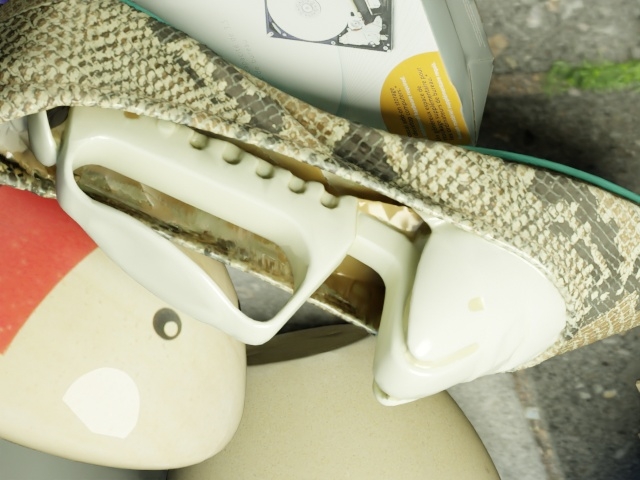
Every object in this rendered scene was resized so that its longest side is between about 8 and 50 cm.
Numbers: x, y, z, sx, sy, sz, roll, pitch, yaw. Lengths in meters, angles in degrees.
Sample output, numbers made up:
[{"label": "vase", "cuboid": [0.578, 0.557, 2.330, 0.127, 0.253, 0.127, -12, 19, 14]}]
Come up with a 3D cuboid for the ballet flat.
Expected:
[{"label": "ballet flat", "cuboid": [0.000, 0.000, 1.149, 0.482, 0.182, 0.164, 22, 137, -7]}]

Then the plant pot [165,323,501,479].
[{"label": "plant pot", "cuboid": [-0.001, 0.171, 1.435, 0.284, 0.284, 0.191, -8, 98, 24]}]

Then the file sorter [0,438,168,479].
[{"label": "file sorter", "cuboid": [-0.256, 0.288, 1.630, 0.277, 0.193, 0.173, -2, 120, 19]}]

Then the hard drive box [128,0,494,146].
[{"label": "hard drive box", "cuboid": [-0.025, -0.141, 1.209, 0.232, 0.089, 0.181, -6, 133, 23]}]

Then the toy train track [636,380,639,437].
[{"label": "toy train track", "cuboid": [0.270, 0.138, 1.475, 0.048, 0.014, 0.083, -8, 128, 34]}]

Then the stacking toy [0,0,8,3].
[{"label": "stacking toy", "cuboid": [-0.269, -0.188, 1.259, 0.221, 0.052, 0.167, 16, 138, 0]}]

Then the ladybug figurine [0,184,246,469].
[{"label": "ladybug figurine", "cuboid": [-0.236, -0.004, 1.283, 0.449, 0.305, 0.162, 27, 105, 19]}]
